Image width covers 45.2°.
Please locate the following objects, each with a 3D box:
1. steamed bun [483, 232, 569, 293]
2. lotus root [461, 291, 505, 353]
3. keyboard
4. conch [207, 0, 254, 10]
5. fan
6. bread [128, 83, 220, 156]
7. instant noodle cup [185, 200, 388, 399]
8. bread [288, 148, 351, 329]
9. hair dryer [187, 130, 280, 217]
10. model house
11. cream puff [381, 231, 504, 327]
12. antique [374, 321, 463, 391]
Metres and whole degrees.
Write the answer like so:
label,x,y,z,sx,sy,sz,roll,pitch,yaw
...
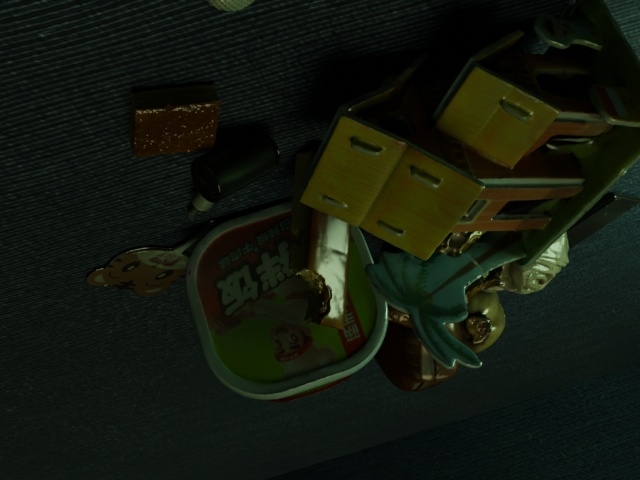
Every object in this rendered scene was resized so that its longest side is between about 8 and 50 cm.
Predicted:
label,x,y,z,sx,sy,sz,roll,pitch,yaw
steamed bun,0.342,0.027,1.349,0.218,0.144,0.211,-21,154,8
lotus root,0.274,0.132,1.466,0.140,0.154,0.257,-28,-174,11
keyboard,0.483,-0.002,1.524,0.101,0.018,0.310,3,147,-38
conch,-0.075,-0.244,0.667,0.085,0.056,0.076,-39,132,-1
fan,-0.231,0.027,1.148,0.227,0.008,0.152,-31,151,27
bread,-0.163,-0.131,0.851,0.094,0.035,0.090,-9,153,-18
instant noodle cup,-0.045,0.121,1.191,0.294,0.294,0.308,-16,161,-4
bread,0.000,0.000,1.005,0.049,0.226,0.088,-3,169,39
hair dryer,-0.131,-0.069,0.974,0.100,0.057,0.198,-31,179,-33
model house,0.167,-0.065,0.854,0.324,0.340,0.300,-2,148,-22
cream puff,0.190,0.018,1.182,0.269,0.241,0.155,-33,108,25
antique,0.160,0.154,1.371,0.129,0.223,0.278,-8,-172,-19
